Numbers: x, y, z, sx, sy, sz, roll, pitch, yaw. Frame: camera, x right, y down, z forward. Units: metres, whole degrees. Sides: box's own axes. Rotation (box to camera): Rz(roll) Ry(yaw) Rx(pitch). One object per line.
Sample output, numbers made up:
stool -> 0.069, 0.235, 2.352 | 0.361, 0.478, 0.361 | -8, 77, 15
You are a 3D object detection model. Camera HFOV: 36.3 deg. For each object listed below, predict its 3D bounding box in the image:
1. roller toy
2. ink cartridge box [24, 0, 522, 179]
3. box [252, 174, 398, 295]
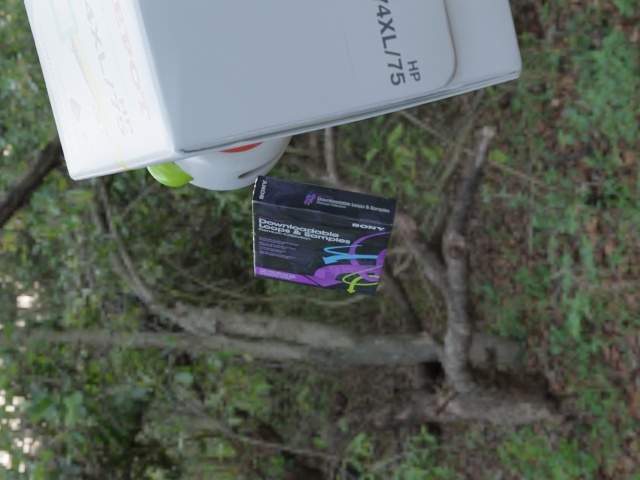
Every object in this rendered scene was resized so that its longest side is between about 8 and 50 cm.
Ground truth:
roller toy -> -0.127, -0.173, 1.281 | 0.146, 0.191, 0.209 | 137, 138, -76
ink cartridge box -> -0.053, -0.155, 0.571 | 0.270, 0.197, 0.198 | 1, 106, 66
box -> 0.000, 0.000, 0.840 | 0.162, 0.116, 0.029 | 95, -176, -65
